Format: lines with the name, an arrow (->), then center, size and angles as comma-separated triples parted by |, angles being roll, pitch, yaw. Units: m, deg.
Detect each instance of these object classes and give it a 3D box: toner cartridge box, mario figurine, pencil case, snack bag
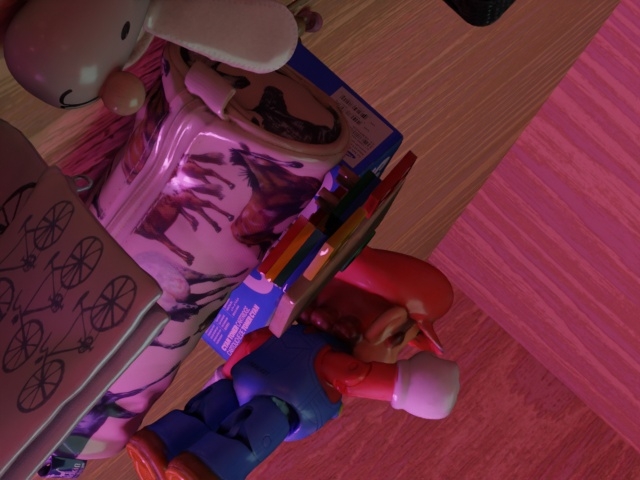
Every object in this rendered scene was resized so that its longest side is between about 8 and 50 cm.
toner cartridge box -> -0.063, -0.033, 1.515 | 0.075, 0.165, 0.348 | -40, 168, -36
mario figurine -> 0.000, 0.139, 1.447 | 0.320, 0.198, 0.170 | -39, 158, -21
pencil case -> -0.141, 0.011, 1.340 | 0.410, 0.160, 0.183 | -52, 166, 30
snack bag -> -0.246, 0.082, 0.967 | 0.323, 0.037, 0.342 | -48, -147, 2

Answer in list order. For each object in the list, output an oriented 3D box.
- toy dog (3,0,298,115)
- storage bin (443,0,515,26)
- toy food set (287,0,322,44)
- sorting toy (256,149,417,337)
toy dog -> -0.024, -0.186, 1.026 | 0.334, 0.161, 0.220 | -49, 171, 10
storage bin -> 0.169, -0.306, 1.548 | 0.180, 0.122, 0.084 | -47, 171, -4
toy food set -> -0.030, -0.176, 1.507 | 0.078, 0.019, 0.122 | -40, 169, -39
sorting toy -> 0.000, 0.000, 1.279 | 0.132, 0.046, 0.274 | -49, 176, -15
